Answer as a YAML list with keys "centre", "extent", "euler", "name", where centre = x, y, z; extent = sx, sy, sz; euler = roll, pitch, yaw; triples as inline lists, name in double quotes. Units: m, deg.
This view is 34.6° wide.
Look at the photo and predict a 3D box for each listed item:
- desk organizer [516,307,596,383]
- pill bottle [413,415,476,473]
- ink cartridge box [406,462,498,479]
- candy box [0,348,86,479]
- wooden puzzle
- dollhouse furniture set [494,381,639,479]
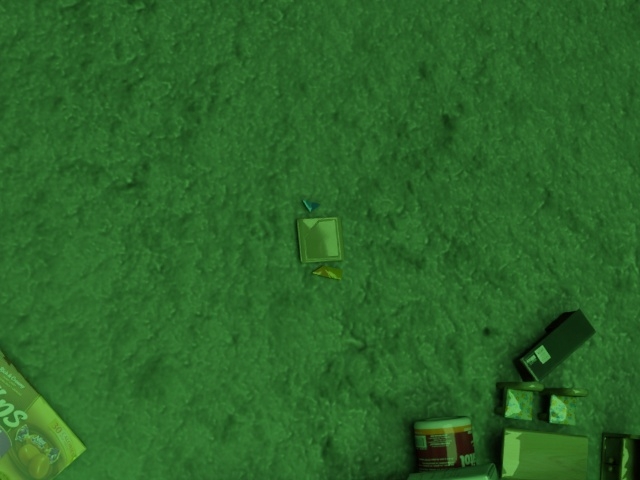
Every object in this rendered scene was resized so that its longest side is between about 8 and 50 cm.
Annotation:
- centre: [0.357, 0.163, 1.591]
  extent: [0.130, 0.050, 0.047]
  euler: [-37, 93, -18]
  name: "desk organizer"
- centre: [0.185, 0.335, 1.498]
  extent: [0.086, 0.086, 0.152]
  euler: [-4, 84, -17]
  name: "pill bottle"
- centre: [0.154, 0.465, 1.442]
  extent: [0.239, 0.060, 0.275]
  euler: [-12, 94, 19]
  name: "ink cartridge box"
- centre: [-0.411, 0.240, 1.358]
  extent: [0.109, 0.053, 0.186]
  euler: [-40, 95, -18]
  name: "candy box"
- centre: [0.000, 0.000, 1.534]
  extent: [0.078, 0.014, 0.116]
  euler: [4, 81, -20]
  name: "wooden puzzle"
- centre: [0.387, 0.326, 1.517]
  extent: [0.242, 0.161, 0.212]
  euler: [9, 80, -15]
  name: "dollhouse furniture set"
